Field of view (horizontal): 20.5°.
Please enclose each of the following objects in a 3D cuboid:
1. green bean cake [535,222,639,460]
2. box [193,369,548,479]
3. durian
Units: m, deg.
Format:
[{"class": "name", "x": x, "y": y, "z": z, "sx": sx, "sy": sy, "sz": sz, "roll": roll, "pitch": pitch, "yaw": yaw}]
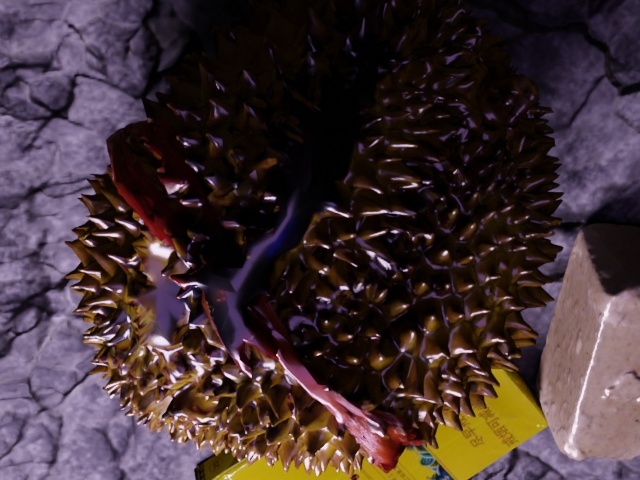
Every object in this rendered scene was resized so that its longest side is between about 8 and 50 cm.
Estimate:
[{"class": "green bean cake", "x": 0.244, "y": 0.086, "z": 1.478, "sx": 0.085, "sy": 0.109, "sz": 0.179, "roll": 5, "pitch": 119, "yaw": -12}, {"class": "box", "x": 0.046, "y": 0.180, "z": 1.541, "sx": 0.279, "sy": 0.041, "sz": 0.153, "roll": -35, "pitch": 121, "yaw": 12}, {"class": "durian", "x": -0.003, "y": -0.004, "z": 1.270, "sx": 0.384, "sy": 0.348, "sz": 0.347, "roll": -33, "pitch": 121, "yaw": 21}]
